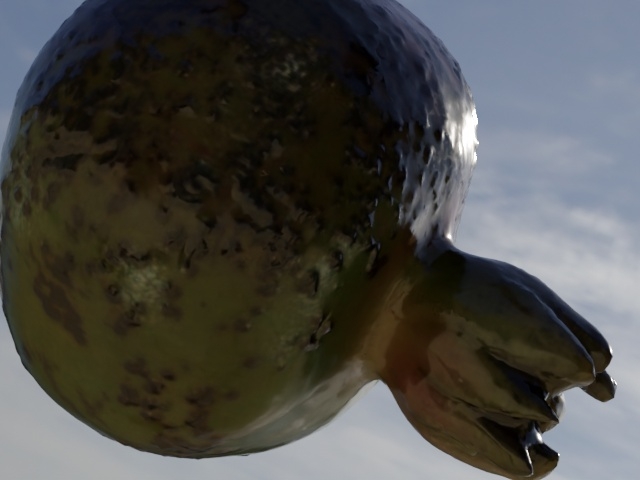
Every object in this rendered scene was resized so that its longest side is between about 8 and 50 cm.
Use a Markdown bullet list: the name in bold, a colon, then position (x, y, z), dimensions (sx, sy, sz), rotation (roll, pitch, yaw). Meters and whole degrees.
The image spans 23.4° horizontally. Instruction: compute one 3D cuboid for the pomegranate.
- **pomegranate**: position (0.000, 0.000, 0.806), dimensions (0.340, 0.285, 0.285), rotation (30, -14, 20)
